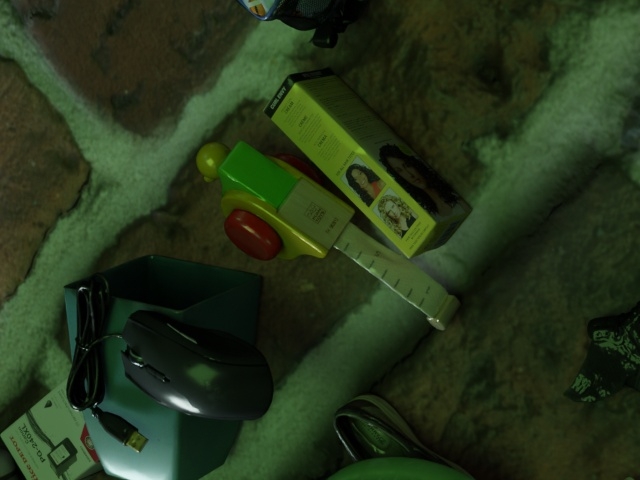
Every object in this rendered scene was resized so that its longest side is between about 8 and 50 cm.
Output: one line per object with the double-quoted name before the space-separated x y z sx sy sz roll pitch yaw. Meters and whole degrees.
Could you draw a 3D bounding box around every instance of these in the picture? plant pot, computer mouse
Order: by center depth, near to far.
"computer mouse" -0.178 0.162 1.674 0.262 0.060 0.184 23 116 24
"plant pot" -0.180 0.158 1.804 0.165 0.165 0.234 10 107 29

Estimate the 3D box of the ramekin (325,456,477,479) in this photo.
"ramekin" 0.088 0.394 1.643 0.303 0.148 0.303 12 121 21

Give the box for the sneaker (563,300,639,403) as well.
"sneaker" 0.306 0.092 1.561 0.089 0.051 0.170 19 111 22

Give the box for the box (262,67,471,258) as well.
"box" 0.050 -0.086 1.664 0.232 0.087 0.058 45 120 15

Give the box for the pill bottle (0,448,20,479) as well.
"pill bottle" -0.444 0.450 1.997 0.188 0.188 0.334 -14 92 32

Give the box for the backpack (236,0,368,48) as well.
"backpack" -0.048 -0.382 1.608 0.276 0.213 0.263 40 106 22

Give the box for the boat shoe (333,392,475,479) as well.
"boat shoe" 0.098 0.260 1.704 0.223 0.073 0.080 44 118 17

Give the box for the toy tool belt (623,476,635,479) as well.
"toy tool belt" 0.324 0.286 1.594 0.083 0.052 0.051 54 151 15

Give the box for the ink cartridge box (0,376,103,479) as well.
"ink cartridge box" -0.315 0.247 1.955 0.150 0.063 0.109 -39 78 30

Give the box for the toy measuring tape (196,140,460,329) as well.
"toy measuring tape" 0.000 0.000 1.714 0.330 0.121 0.121 35 116 2
